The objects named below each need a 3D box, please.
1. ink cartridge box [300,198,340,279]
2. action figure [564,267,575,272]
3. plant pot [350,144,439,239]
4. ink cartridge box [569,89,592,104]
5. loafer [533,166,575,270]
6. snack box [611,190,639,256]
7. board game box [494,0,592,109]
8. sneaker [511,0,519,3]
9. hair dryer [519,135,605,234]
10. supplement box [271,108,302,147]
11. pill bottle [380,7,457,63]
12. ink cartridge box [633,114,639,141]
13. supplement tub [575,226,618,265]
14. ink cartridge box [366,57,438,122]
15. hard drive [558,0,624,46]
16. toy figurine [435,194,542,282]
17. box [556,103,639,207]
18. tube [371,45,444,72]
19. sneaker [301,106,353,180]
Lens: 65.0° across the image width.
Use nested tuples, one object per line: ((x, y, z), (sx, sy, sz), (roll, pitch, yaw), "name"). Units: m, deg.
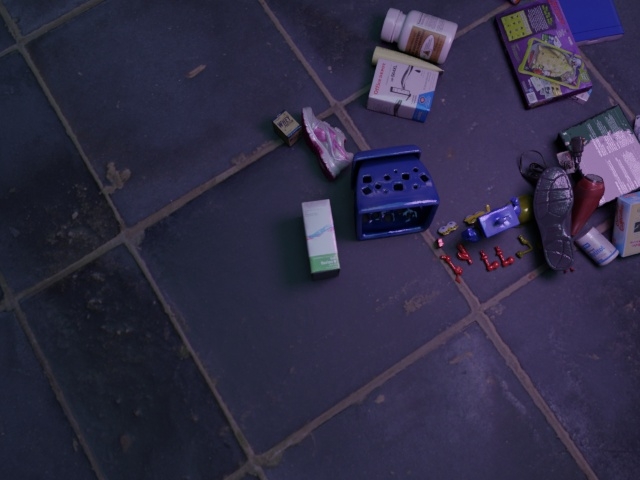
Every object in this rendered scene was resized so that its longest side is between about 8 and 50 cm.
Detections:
((0.000, 0.000, 1.502), (0.093, 0.154, 0.213), (-10, 78, -1), "ink cartridge box")
((0.756, 0.039, 1.550), (0.038, 0.030, 0.115), (-11, 76, 4), "action figure")
((0.204, -0.147, 1.500), (0.235, 0.236, 0.212), (-9, 71, -1), "plant pot")
((0.845, -0.492, 1.661), (0.083, 0.028, 0.048), (29, 80, 6), "ink cartridge box")
((0.695, -0.063, 1.494), (0.108, 0.095, 0.303), (-5, 90, 24), "loafer")
((1.044, -0.076, 1.501), (0.321, 0.060, 0.187), (-13, 120, -3), "snack box")
((0.731, -0.624, 1.663), (0.208, 0.056, 0.347), (-17, 77, 12), "board game box")
((0.679, -0.950, 1.732), (0.120, 0.099, 0.263), (25, 78, 10), "sneaker")
((0.750, -0.160, 1.533), (0.080, 0.223, 0.294), (-17, 89, -28), "hair dryer")
((-0.107, -0.360, 1.617), (0.056, 0.083, 0.083), (-42, 80, -7), "supplement box")
((0.321, -0.681, 1.657), (0.229, 0.131, 0.131), (20, 79, 5), "pill bottle")
((1.068, -0.304, 1.538), (0.045, 0.208, 0.207), (25, 76, -33), "ink cartridge box")
((0.842, 0.019, 1.531), (0.071, 0.071, 0.107), (-42, 80, -8), "supplement tub")
((0.265, -0.490, 1.640), (0.202, 0.086, 0.148), (14, 79, 3), "ink cartridge box")
((0.889, -0.825, 1.727), (0.210, 0.040, 0.319), (-11, 78, -1), "hard drive")
((0.539, -0.030, 1.471), (0.362, 0.217, 0.192), (-20, 78, -3), "toy figurine")
((0.877, -0.252, 1.546), (0.184, 0.103, 0.262), (-25, 78, 16), "box")
((0.291, -0.585, 1.666), (0.239, 0.062, 0.070), (16, 56, 7), "tube")
((0.020, -0.322, 1.607), (0.111, 0.103, 0.253), (-27, 85, -9), "sneaker")
